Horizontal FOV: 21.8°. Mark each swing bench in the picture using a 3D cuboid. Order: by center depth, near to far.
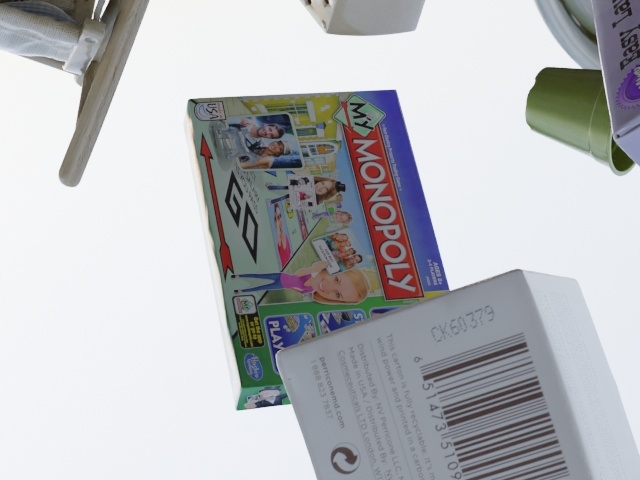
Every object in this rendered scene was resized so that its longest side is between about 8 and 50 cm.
[{"bbox_3d":[-0.254,-0.210,1.243,0.253,0.255,0.165,18,-143,-17],"label":"swing bench"}]

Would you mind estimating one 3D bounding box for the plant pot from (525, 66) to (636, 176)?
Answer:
[{"bbox_3d":[0.199,-0.097,1.246,0.079,0.083,0.083,16,-145,30],"label":"plant pot"}]

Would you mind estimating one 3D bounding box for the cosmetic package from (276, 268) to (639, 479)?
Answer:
[{"bbox_3d":[0.090,0.111,0.977,0.151,0.151,0.183,-20,170,16],"label":"cosmetic package"}]

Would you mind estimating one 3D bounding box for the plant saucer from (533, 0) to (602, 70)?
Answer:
[{"bbox_3d":[0.375,-0.339,1.685,0.400,0.400,0.100,-20,-159,-9],"label":"plant saucer"}]

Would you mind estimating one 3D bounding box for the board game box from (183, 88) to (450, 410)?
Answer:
[{"bbox_3d":[0.000,0.000,1.556,0.213,0.046,0.317,-5,-122,-14],"label":"board game box"}]

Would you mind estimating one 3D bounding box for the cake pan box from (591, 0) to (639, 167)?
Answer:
[{"bbox_3d":[0.249,-0.057,0.897,0.070,0.267,0.246,-34,-150,28],"label":"cake pan box"}]

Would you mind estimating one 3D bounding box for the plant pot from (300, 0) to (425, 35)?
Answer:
[{"bbox_3d":[0.032,-0.253,1.548,0.096,0.109,0.109,-22,-118,-26],"label":"plant pot"}]
